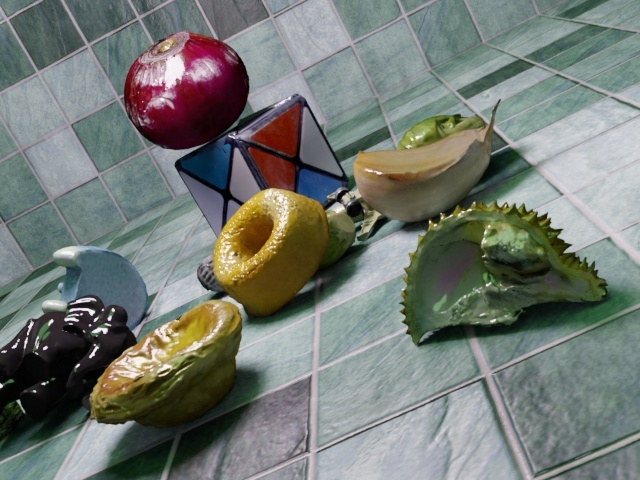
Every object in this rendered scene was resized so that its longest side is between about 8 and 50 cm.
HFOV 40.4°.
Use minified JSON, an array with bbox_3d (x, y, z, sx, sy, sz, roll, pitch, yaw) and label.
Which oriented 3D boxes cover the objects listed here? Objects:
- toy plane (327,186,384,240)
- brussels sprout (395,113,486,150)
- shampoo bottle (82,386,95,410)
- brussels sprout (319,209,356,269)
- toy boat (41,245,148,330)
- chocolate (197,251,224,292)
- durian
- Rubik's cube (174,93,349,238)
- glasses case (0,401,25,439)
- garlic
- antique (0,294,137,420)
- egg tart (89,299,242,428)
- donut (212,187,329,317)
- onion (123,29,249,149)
[{"bbox_3d":[0.100,-0.083,1.999,0.256,0.104,0.242,-35,29,-1],"label":"toy plane"},{"bbox_3d":[0.271,-0.199,1.944,0.223,0.161,0.223,-8,2,0],"label":"brussels sprout"},{"bbox_3d":[-0.411,0.283,1.769,0.080,0.040,0.165,-23,16,37],"label":"shampoo bottle"},{"bbox_3d":[-0.003,-0.002,1.854,0.155,0.117,0.155,-43,5,4],"label":"brussels sprout"},{"bbox_3d":[-0.555,0.127,2.096,0.123,0.215,0.330,3,-9,26],"label":"toy boat"},{"bbox_3d":[-0.180,0.053,2.019,0.248,0.110,0.110,-22,15,33],"label":"chocolate"},{"bbox_3d":[0.244,0.040,1.218,0.306,0.172,0.166,-8,48,34],"label":"durian"},{"bbox_3d":[-0.164,-0.181,2.372,0.310,0.307,0.305,-14,22,48],"label":"Rubik's cube"},{"bbox_3d":[-0.792,0.426,1.932,0.272,0.062,0.095,-22,15,22],"label":"glasses case"},{"bbox_3d":[0.228,-0.157,1.781,0.338,0.196,0.151,-19,-25,17],"label":"garlic"},{"bbox_3d":[-0.553,0.242,1.840,0.322,0.185,0.255,-7,18,36],"label":"antique"},{"bbox_3d":[-0.248,0.230,1.492,0.319,0.128,0.319,-28,14,8],"label":"egg tart"},{"bbox_3d":[-0.112,0.012,1.775,0.277,0.108,0.278,-31,43,33],"label":"donut"},{"bbox_3d":[-0.328,-0.382,2.233,0.336,0.282,0.260,-25,30,-19],"label":"onion"}]
